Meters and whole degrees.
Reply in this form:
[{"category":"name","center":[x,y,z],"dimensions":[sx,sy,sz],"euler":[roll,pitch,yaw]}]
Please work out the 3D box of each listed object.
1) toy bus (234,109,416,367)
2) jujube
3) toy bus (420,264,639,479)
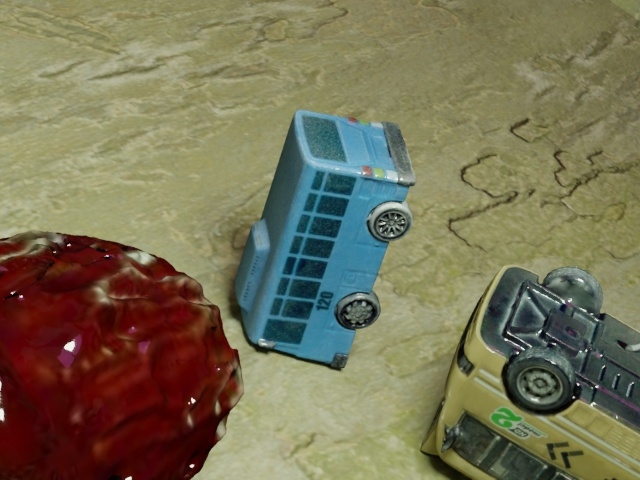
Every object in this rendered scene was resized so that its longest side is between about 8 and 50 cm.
[{"category":"toy bus","center":[0.000,0.000,1.746],"dimensions":[0.134,0.234,0.116],"euler":[9,33,-16]},{"category":"jujube","center":[-0.219,0.119,1.369],"dimensions":[0.258,0.258,0.377],"euler":[40,36,22]},{"category":"toy bus","center":[0.282,0.191,1.702],"dimensions":[0.365,0.202,0.177],"euler":[31,35,1]}]
